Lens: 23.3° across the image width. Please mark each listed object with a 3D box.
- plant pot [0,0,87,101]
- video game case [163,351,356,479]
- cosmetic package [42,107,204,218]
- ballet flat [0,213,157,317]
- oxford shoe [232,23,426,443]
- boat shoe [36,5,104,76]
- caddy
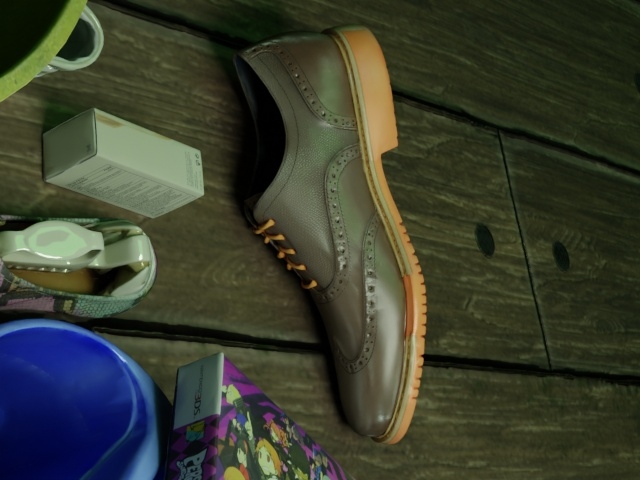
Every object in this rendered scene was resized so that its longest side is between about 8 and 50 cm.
[{"bbox_3d":[-0.350,-0.160,0.684,0.366,0.353,0.366,31,48,-43],"label":"plant pot"},{"bbox_3d":[-0.017,0.216,0.962,0.232,0.042,0.210,48,29,-37],"label":"video game case"},{"bbox_3d":[-0.148,-0.057,1.174,0.115,0.060,0.041,22,54,-49],"label":"cosmetic package"},{"bbox_3d":[-0.171,0.013,1.087,0.221,0.079,0.076,1,71,-54],"label":"ballet flat"},{"bbox_3d":[0.000,0.000,1.331,0.133,0.130,0.363,-8,85,-22],"label":"oxford shoe"},{"bbox_3d":[-0.269,-0.180,1.018,0.302,0.094,0.109,15,82,-51],"label":"boat shoe"},{"bbox_3d":[-0.191,0.193,0.873,0.241,0.179,0.341,60,35,-11],"label":"caddy"}]
